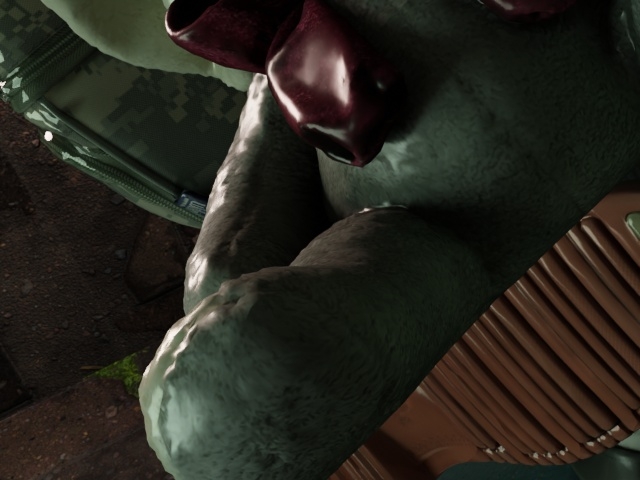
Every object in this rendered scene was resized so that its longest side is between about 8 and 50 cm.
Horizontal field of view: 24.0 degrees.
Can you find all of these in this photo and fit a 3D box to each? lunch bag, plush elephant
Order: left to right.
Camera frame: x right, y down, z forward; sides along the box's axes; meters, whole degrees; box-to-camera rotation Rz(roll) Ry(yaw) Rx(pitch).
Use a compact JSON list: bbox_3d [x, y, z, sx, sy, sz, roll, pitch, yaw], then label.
[{"bbox_3d":[-0.085,-0.128,0.901,0.256,0.212,0.305,47,179,-12],"label":"lunch bag"},{"bbox_3d":[0.013,-0.108,0.546,0.255,0.272,0.330,46,-169,5],"label":"plush elephant"}]

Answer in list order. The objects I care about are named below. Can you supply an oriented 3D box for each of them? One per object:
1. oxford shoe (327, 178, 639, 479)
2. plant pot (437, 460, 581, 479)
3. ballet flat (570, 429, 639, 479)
[{"bbox_3d":[0.100,0.046,0.851,0.140,0.146,0.397,53,141,-4],"label":"oxford shoe"},{"bbox_3d":[0.084,0.141,1.235,0.247,0.248,0.252,-151,36,-82],"label":"plant pot"},{"bbox_3d":[0.184,0.096,0.919,0.280,0.095,0.096,-127,24,-67],"label":"ballet flat"}]
